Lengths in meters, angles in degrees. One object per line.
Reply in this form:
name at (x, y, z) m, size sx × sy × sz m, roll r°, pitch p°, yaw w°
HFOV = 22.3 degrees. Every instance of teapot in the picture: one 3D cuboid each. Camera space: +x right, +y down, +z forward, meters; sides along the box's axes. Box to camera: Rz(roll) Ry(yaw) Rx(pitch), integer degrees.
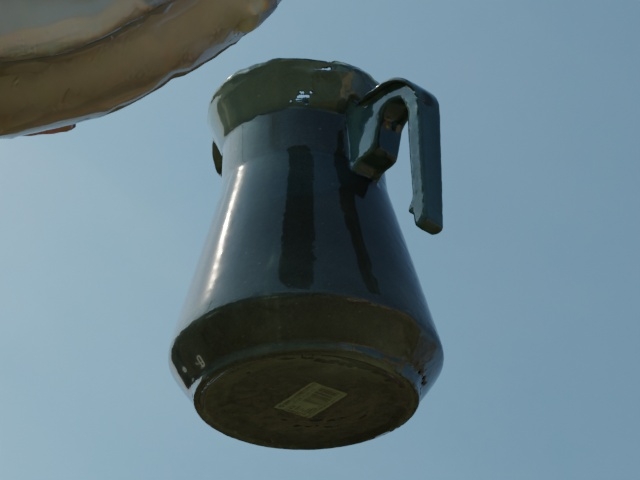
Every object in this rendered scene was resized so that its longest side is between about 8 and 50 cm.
teapot at (0.000, 0.000, 1.049) m, size 0.171 × 0.225 × 0.203 m, roll 25°, pitch -40°, yaw -36°

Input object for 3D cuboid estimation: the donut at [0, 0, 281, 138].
donut at (-0.164, -0.212, 0.616) m, size 0.383 × 0.382 × 0.142 m, roll 38°, pitch -26°, yaw -15°
